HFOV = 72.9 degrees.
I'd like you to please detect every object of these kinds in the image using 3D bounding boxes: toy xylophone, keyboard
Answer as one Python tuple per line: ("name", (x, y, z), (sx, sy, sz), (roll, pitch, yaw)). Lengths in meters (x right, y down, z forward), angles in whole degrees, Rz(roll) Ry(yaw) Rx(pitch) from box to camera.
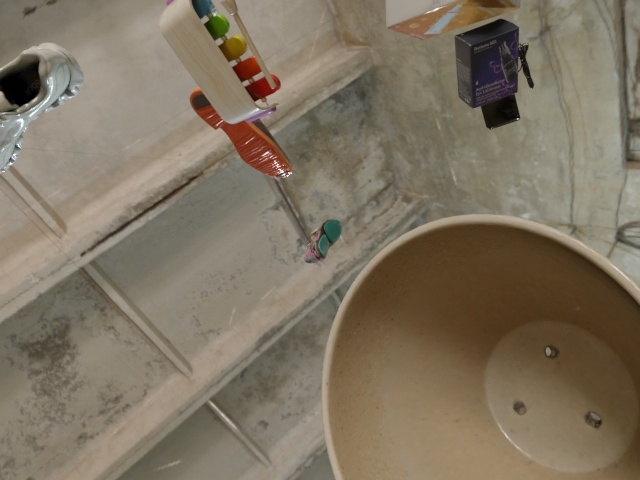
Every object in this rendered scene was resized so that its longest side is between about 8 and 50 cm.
("toy xylophone", (-0.204, -0.397, 0.944), (0.081, 0.236, 0.323), (-58, -46, -37))
("keyboard", (0.664, -0.583, 1.563), (0.033, 0.201, 0.318), (-11, -93, -55))

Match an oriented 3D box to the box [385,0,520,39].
("box", (0.399, -0.766, 1.329), (0.214, 0.345, 0.169), (-10, -80, -43))

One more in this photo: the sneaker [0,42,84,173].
("sneaker", (-0.504, -0.192, 0.671), (0.292, 0.118, 0.110), (-46, -65, 4))

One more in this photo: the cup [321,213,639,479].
("cup", (0.197, 0.161, 0.437), (0.236, 0.331, 0.332), (14, -89, -41))

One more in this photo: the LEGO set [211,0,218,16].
("LEGO set", (-0.350, -0.648, 1.072), (0.087, 0.093, 0.227), (-35, -59, -1))

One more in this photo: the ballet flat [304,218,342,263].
("ballet flat", (0.000, 0.000, 1.287), (0.077, 0.079, 0.221), (60, -152, -17))

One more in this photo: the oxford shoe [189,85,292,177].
("oxford shoe", (-0.198, -0.327, 1.244), (0.364, 0.129, 0.133), (45, -135, -35))

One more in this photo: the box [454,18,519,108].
("box", (0.507, -0.537, 1.323), (0.153, 0.108, 0.207), (-21, -49, 2))
